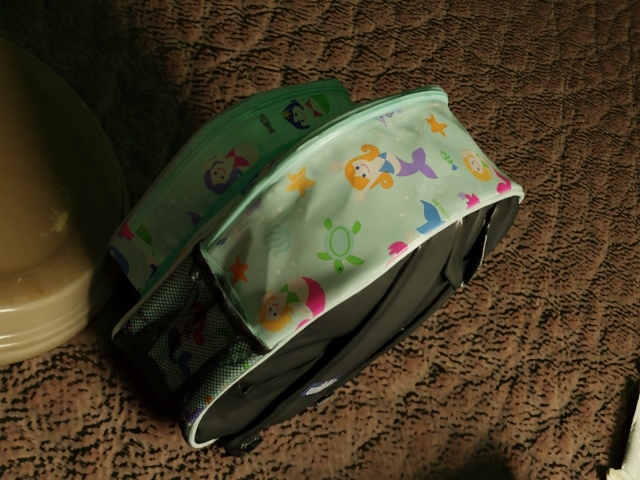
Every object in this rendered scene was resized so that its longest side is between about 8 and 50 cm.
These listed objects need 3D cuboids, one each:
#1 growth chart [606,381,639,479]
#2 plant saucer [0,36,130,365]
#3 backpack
[{"bbox_3d":[0.353,0.230,0.998,0.172,0.021,0.237,46,41,-3],"label":"growth chart"},{"bbox_3d":[-0.247,-0.048,0.677,0.278,0.041,0.277,22,48,-27],"label":"plant saucer"},{"bbox_3d":[0.000,0.000,0.683,0.225,0.253,0.191,-21,76,-50],"label":"backpack"}]
